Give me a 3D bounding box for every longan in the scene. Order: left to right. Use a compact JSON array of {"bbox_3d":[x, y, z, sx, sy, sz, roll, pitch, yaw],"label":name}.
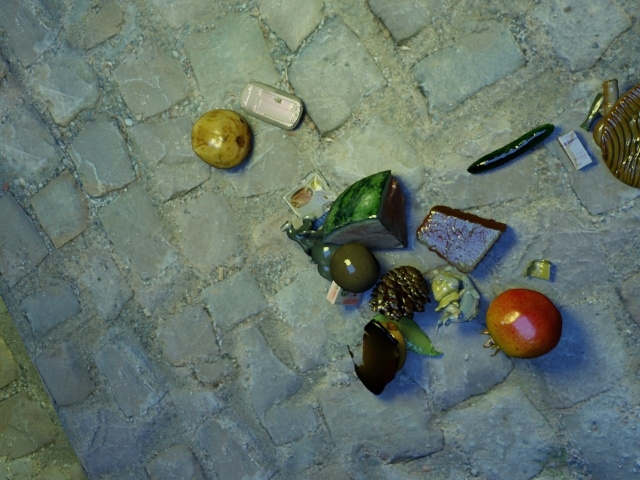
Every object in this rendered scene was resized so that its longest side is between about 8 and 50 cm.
[{"bbox_3d":[0.115,0.091,1.680,0.167,0.187,0.167,-6,81,41],"label":"longan"}]

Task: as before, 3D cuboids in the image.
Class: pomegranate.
[{"bbox_3d":[-0.359,-0.359,1.838,0.215,0.215,0.215,3,98,18],"label":"pomegranate"},{"bbox_3d":[0.610,0.268,1.587,0.257,0.221,0.221,-43,83,27],"label":"pomegranate"}]

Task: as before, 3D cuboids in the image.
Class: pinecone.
[{"bbox_3d":[0.258,0.180,1.697,0.205,0.184,0.179,-36,55,14],"label":"pinecone"}]

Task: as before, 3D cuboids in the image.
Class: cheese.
[{"bbox_3d":[0.679,0.092,1.625,0.084,0.041,0.060,1,105,6],"label":"cheese"}]

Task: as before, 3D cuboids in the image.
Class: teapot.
[{"bbox_3d":[0.808,-0.375,1.518,0.043,0.043,0.110,31,108,12],"label":"teapot"}]

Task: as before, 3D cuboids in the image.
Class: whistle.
[{"bbox_3d":[0.841,-0.351,1.477,0.107,0.057,0.220,-11,111,12],"label":"whistle"}]

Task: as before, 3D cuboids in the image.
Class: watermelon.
[{"bbox_3d":[0.149,-0.080,1.706,0.251,0.283,0.292,9,139,30],"label":"watermelon"}]

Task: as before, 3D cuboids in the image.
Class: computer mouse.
[{"bbox_3d":[-0.174,-0.479,1.826,0.245,0.056,0.125,24,104,15],"label":"computer mouse"}]

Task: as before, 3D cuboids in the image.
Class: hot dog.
[{"bbox_3d":[0.207,0.373,1.752,0.194,0.107,0.326,42,141,16],"label":"hot dog"}]

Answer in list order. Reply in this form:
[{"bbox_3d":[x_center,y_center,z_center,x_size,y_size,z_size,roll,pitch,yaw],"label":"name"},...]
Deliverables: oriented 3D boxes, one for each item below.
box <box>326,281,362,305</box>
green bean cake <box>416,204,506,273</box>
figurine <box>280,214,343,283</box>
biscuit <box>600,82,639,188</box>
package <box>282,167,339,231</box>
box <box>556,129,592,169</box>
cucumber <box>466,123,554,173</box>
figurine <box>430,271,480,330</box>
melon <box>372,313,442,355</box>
[{"bbox_3d":[0.090,0.178,1.790,0.043,0.125,0.089,36,111,45],"label":"box"},{"bbox_3d":[0.444,-0.025,1.658,0.233,0.097,0.198,33,108,12],"label":"green bean cake"},{"bbox_3d":[-0.002,-0.002,1.790,0.265,0.140,0.193,37,93,-16],"label":"figurine"},{"bbox_3d":[0.950,-0.296,1.438,0.318,0.040,0.317,1,106,5],"label":"biscuit"},{"bbox_3d":[-0.025,-0.142,1.836,0.171,0.027,0.173,-40,86,17],"label":"package"},{"bbox_3d":[0.764,-0.273,1.548,0.051,0.036,0.117,-33,86,21],"label":"box"},{"bbox_3d":[0.589,-0.277,1.599,0.284,0.056,0.056,-29,88,24],"label":"cucumber"},{"bbox_3d":[0.428,0.195,1.666,0.184,0.128,0.208,34,66,12],"label":"figurine"},{"bbox_3d":[0.307,0.320,1.789,0.262,0.053,0.114,36,89,7],"label":"melon"}]
